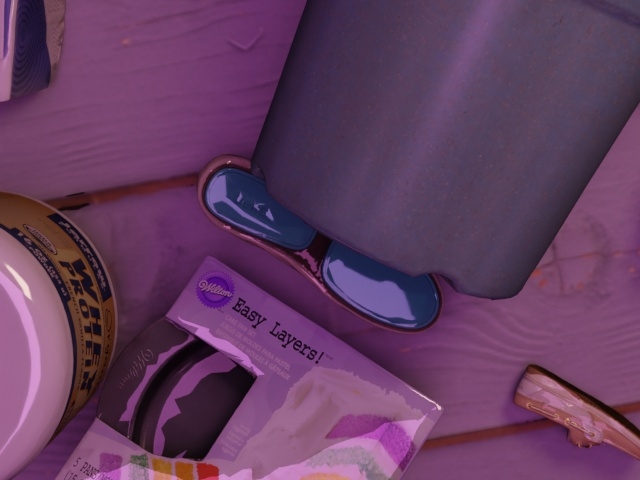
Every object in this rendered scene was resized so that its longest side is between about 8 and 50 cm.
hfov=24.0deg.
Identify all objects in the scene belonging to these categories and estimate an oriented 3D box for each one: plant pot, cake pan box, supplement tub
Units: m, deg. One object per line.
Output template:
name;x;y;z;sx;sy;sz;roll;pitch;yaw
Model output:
plant pot;0.120;-0.154;1.223;0.341;0.341;0.334;26;103;-1
cake pan box;-0.064;0.178;1.320;0.267;0.070;0.246;34;80;6
supplement tub;-0.292;0.074;1.244;0.228;0.316;0.228;0;95;2

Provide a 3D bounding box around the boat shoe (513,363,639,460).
boat shoe;0.239;0.165;1.375;0.135;0.050;0.045;32;99;9

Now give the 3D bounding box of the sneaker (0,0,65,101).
sneaker;-0.336;-0.275;1.322;0.182;0.127;0.316;-2;98;13

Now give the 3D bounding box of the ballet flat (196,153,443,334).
ballet flat;0.000;0.000;1.350;0.248;0.086;0.086;34;95;-7
